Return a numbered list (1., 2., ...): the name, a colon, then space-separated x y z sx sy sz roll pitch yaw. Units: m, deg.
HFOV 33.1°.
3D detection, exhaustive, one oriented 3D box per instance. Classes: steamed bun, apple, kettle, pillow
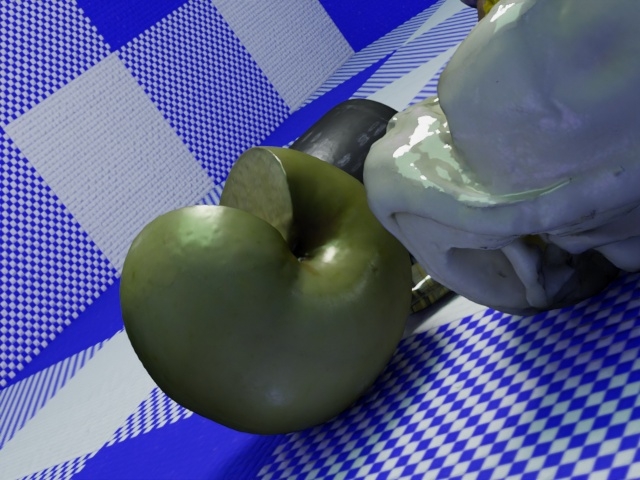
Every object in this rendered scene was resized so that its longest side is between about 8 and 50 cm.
1. steamed bun: 0.218 -0.075 0.885 0.352 0.247 0.339 -39 -7 34
2. apple: -0.057 0.054 1.095 0.292 0.292 0.254 -48 -7 -41
3. kettle: 0.000 0.000 1.389 0.290 0.207 0.268 -46 -22 -32
4. pillow: 0.163 0.014 1.202 0.203 0.038 0.113 -35 9 5

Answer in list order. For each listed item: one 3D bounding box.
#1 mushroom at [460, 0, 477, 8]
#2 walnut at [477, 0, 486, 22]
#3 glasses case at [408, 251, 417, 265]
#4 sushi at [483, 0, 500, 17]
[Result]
1. mushroom: 0.413 -0.485 1.931 0.362 0.294 0.362 -9 1 0
2. walnut: 0.333 -0.315 1.527 0.224 0.224 0.224 -35 12 9
3. glasses case: 0.194 -0.089 1.293 0.321 0.122 0.082 -39 11 -9
4. sushi: 0.369 -0.355 1.245 0.397 0.240 0.351 -16 2 -4
